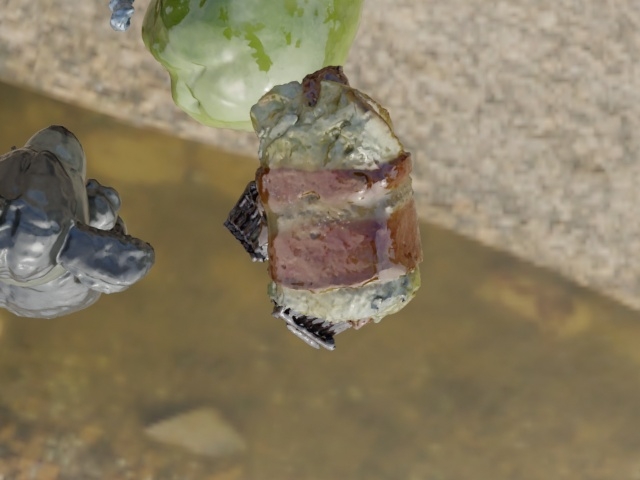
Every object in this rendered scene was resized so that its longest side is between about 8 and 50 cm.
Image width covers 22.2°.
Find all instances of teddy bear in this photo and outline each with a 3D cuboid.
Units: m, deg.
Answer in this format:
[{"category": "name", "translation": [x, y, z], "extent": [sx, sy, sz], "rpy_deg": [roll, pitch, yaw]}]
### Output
[{"category": "teddy bear", "translation": [-0.225, -0.015, 1.409], "extent": [0.171, 0.144, 0.251], "rpy_deg": [21, 164, -9]}]

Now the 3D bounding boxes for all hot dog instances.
[{"category": "hot dog", "translation": [0.014, -0.032, 1.284], "extent": [0.146, 0.103, 0.213], "rpy_deg": [11, 112, 31]}]

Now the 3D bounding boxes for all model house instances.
[{"category": "model house", "translation": [-0.007, -0.008, 1.570], "extent": [0.164, 0.141, 0.203], "rpy_deg": [-41, 124, 0]}]

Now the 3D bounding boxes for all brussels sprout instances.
[{"category": "brussels sprout", "translation": [-0.081, -0.262, 1.918], "extent": [0.243, 0.273, 0.316], "rpy_deg": [24, 138, -17]}]

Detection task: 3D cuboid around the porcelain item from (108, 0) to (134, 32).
[{"category": "porcelain item", "translation": [-0.226, -0.269, 1.852], "extent": [0.028, 0.083, 0.036], "rpy_deg": [18, 131, -19]}]
